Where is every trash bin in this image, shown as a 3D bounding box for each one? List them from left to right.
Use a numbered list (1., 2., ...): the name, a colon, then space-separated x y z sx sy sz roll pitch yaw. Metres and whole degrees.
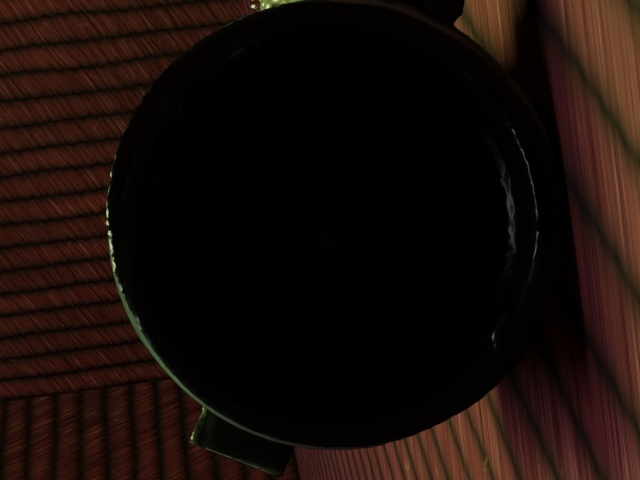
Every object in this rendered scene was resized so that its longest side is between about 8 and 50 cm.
1. trash bin: 0.000 0.000 0.838 0.262 0.217 0.277 139 150 -85

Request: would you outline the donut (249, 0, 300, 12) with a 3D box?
1. donut: 0.010 -0.191 1.120 0.187 0.144 0.126 6 113 54
